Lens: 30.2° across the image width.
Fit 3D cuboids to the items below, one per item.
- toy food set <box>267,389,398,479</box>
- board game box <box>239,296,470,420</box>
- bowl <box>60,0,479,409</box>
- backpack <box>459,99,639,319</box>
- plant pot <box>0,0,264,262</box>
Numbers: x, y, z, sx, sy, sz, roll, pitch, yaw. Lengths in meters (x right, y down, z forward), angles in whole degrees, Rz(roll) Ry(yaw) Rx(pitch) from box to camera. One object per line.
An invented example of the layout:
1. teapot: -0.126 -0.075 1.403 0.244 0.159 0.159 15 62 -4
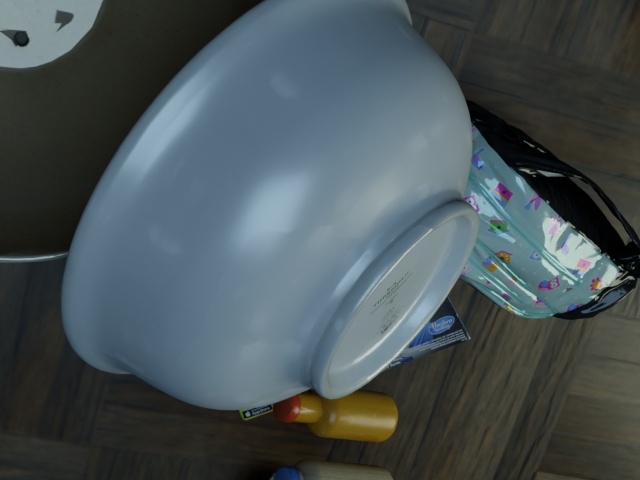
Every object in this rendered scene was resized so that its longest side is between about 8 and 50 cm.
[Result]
1. toy food set: -0.029 0.222 0.933 0.105 0.111 0.232 14 125 -37
2. board game box: 0.000 0.016 0.917 0.194 0.060 0.194 -19 113 -8
3. bowl: 0.000 0.000 0.712 0.298 0.134 0.298 -42 157 -22
4. backpack: 0.140 -0.018 0.876 0.115 0.152 0.182 -50 133 9
5. plant pot: -0.189 -0.153 0.728 0.284 0.191 0.284 -5 112 -14
